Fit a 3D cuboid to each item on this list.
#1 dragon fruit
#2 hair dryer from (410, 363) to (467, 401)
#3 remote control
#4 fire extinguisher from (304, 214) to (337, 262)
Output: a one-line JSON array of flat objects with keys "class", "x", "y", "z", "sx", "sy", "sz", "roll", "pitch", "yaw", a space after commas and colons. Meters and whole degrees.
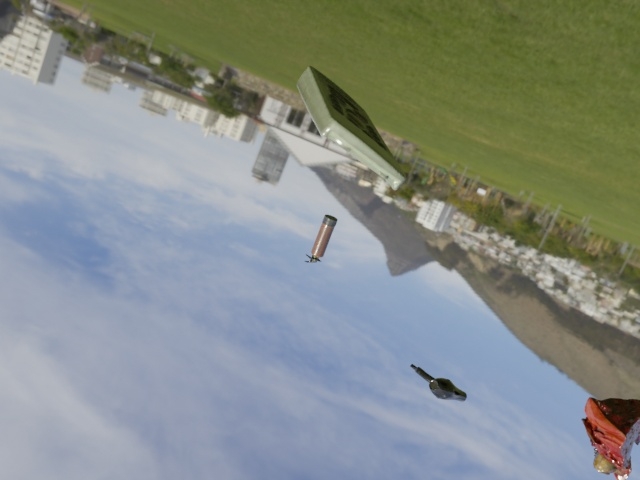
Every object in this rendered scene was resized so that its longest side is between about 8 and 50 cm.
[{"class": "dragon fruit", "x": 0.550, "y": 0.369, "z": 1.115, "sx": 0.092, "sy": 0.122, "sz": 0.192, "roll": 21, "pitch": 144, "yaw": 44}, {"class": "hair dryer", "x": 0.169, "y": 0.206, "z": 0.871, "sx": 0.079, "sy": 0.031, "sz": 0.083, "roll": 30, "pitch": -177, "yaw": -41}, {"class": "remote control", "x": 0.035, "y": -0.156, "z": 0.772, "sx": 0.123, "sy": 0.038, "sz": 0.285, "roll": 34, "pitch": -163, "yaw": -20}, {"class": "fire extinguisher", "x": 0.000, "y": 0.000, "z": 0.920, "sx": 0.028, "sy": 0.083, "sz": 0.022, "roll": 22, "pitch": -163, "yaw": 1}]
